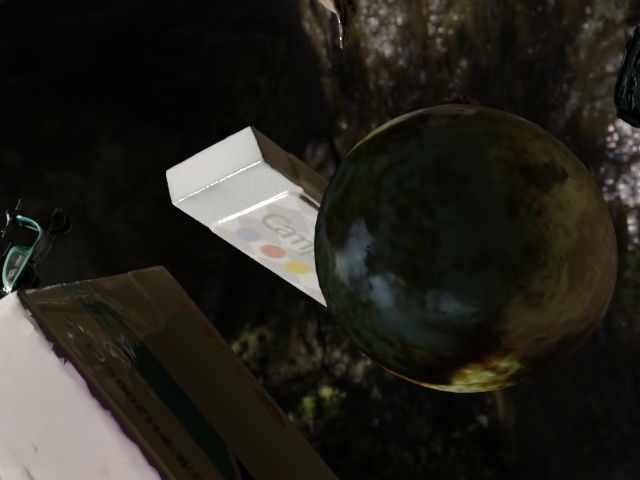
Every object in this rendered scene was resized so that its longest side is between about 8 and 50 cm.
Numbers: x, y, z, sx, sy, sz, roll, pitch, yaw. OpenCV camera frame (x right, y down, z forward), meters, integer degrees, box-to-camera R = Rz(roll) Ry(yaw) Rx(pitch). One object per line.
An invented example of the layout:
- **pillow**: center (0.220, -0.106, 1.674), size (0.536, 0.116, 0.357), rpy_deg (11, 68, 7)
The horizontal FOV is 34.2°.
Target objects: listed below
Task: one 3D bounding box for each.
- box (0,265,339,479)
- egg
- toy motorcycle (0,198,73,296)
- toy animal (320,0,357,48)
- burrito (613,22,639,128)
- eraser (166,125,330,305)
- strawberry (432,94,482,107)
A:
- **box**: center (-0.002, 0.162, 0.420), size (0.343, 0.065, 0.200), rpy_deg (51, -175, 3)
- **egg**: center (0.128, 0.011, 0.879), size (0.289, 0.238, 0.238), rpy_deg (22, -125, -48)
- **toy motorcycle**: center (-0.453, 0.013, 1.584), size (0.058, 0.100, 0.173), rpy_deg (92, -158, -70)
- **toy animal**: center (0.008, -0.260, 0.850), size (0.188, 0.179, 0.089), rpy_deg (60, -171, -5)
- **burrito**: center (0.253, -0.120, 0.778), size (0.118, 0.044, 0.074), rpy_deg (-7, -70, -58)
- **eraser**: center (0.000, 0.001, 1.385), size (0.397, 0.213, 0.082), rpy_deg (35, -130, -34)
- **strawberry**: center (0.142, -0.125, 1.375), size (0.082, 0.188, 0.121), rpy_deg (43, 163, 16)
